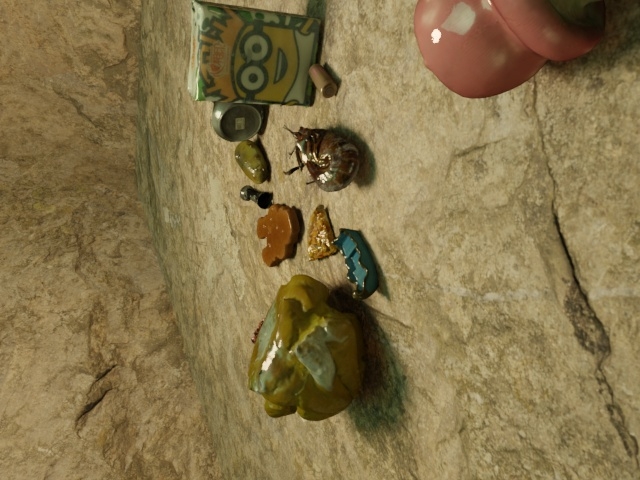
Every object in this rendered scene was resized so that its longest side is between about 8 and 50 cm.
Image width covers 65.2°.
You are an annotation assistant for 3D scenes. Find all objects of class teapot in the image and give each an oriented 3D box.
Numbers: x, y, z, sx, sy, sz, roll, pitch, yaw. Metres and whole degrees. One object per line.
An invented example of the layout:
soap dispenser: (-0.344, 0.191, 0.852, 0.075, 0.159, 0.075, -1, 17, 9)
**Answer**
teapot: (-0.292, -0.433, 1.667, 0.225, 0.171, 0.203, -116, 31, -42)

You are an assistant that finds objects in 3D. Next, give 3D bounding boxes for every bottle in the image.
bottle: (0.005, -0.400, 1.248, 0.096, 0.045, 0.045, 64, 147, 33)

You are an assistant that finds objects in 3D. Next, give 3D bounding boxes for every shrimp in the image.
shrimp: (-0.015, -0.216, 1.258, 0.343, 0.117, 0.145, 44, 119, 49)

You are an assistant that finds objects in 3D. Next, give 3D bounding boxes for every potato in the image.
potato: (-0.234, -0.265, 1.678, 0.188, 0.085, 0.105, 58, 145, 30)

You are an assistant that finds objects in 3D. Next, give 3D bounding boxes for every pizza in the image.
pizza: (0.000, 0.000, 1.361, 0.130, 0.041, 0.178, 55, 142, 37)

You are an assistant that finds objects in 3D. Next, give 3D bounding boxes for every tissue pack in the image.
tissue pack: (-0.171, -0.466, 1.273, 0.128, 0.311, 0.227, -130, 42, -51)

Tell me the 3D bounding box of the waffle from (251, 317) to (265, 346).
waffle: (-0.183, 0.391, 1.782, 0.234, 0.056, 0.221, -54, 49, 46)

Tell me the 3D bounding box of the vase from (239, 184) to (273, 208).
vase: (-0.221, -0.149, 1.708, 0.167, 0.059, 0.059, 25, 118, 57)

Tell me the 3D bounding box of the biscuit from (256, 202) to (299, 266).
biscuit: (-0.133, -0.021, 1.597, 0.295, 0.044, 0.185, -25, 78, 62)

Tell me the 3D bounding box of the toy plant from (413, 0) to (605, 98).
toy plant: (0.278, -0.301, 0.576, 0.356, 0.211, 0.316, -17, 40, 51)

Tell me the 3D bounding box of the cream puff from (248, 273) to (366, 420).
cream puff: (-0.022, 0.297, 1.281, 0.378, 0.276, 0.377, -161, 90, -78)

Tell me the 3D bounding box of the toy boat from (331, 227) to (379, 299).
toy boat: (0.078, 0.058, 1.193, 0.185, 0.077, 0.075, 67, 147, 26)
